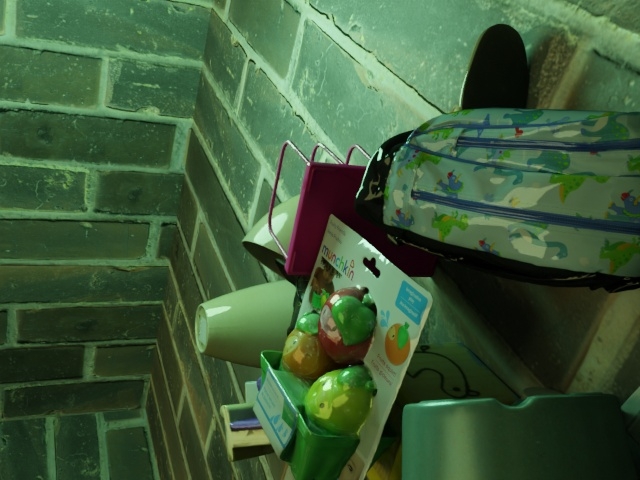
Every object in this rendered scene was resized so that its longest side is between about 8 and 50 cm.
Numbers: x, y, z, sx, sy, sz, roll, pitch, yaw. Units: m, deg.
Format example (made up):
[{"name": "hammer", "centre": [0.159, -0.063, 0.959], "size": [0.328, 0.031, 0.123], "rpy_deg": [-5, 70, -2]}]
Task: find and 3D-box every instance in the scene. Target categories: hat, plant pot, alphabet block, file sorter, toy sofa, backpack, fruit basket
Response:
[{"name": "hat", "centre": [0.012, 0.166, 1.312], "size": [0.133, 0.331, 0.331], "rpy_deg": [-60, 23, -11]}, {"name": "plant pot", "centre": [0.233, 0.352, 0.769], "size": [0.341, 0.342, 0.333], "rpy_deg": [147, 124, -60]}, {"name": "alphabet block", "centre": [0.175, 0.295, 1.089], "size": [0.192, 0.197, 0.193], "rpy_deg": [45, 129, 56]}, {"name": "file sorter", "centre": [0.068, -0.065, 1.228], "size": [0.182, 0.291, 0.202], "rpy_deg": [-126, 44, -56]}, {"name": "toy sofa", "centre": [-0.023, 0.346, 1.371], "size": [0.363, 0.150, 0.177], "rpy_deg": [-15, 76, 30]}, {"name": "plant pot", "centre": [-0.180, 0.227, 1.752], "size": [0.256, 0.274, 0.256], "rpy_deg": [-4, 86, 64]}, {"name": "backpack", "centre": [0.271, -0.053, 0.824], "size": [0.355, 0.290, 0.273], "rpy_deg": [39, 115, 50]}, {"name": "plant pot", "centre": [0.000, 0.000, 1.444], "size": [0.190, 0.284, 0.284], "rpy_deg": [-58, 22, -13]}, {"name": "fruit basket", "centre": [0.017, 0.172, 1.011], "size": [0.327, 0.166, 0.352], "rpy_deg": [44, 125, 57]}]

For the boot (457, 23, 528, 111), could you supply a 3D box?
[{"name": "boot", "centre": [0.250, -0.188, 1.070], "size": [0.115, 0.113, 0.305], "rpy_deg": [-133, 47, -70]}]

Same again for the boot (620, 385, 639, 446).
[{"name": "boot", "centre": [0.428, 0.162, 0.705], "size": [0.123, 0.095, 0.258], "rpy_deg": [57, 147, 41]}]

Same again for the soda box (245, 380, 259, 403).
[{"name": "soda box", "centre": [-0.069, 0.363, 1.570], "size": [0.069, 0.216, 0.073], "rpy_deg": [121, 146, -80]}]

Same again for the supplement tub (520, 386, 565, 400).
[{"name": "supplement tub", "centre": [0.314, 0.270, 0.945], "size": [0.071, 0.071, 0.107], "rpy_deg": [-158, 72, -63]}]
